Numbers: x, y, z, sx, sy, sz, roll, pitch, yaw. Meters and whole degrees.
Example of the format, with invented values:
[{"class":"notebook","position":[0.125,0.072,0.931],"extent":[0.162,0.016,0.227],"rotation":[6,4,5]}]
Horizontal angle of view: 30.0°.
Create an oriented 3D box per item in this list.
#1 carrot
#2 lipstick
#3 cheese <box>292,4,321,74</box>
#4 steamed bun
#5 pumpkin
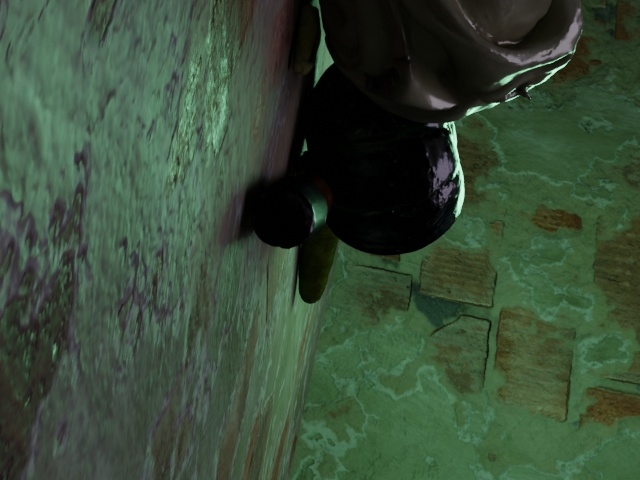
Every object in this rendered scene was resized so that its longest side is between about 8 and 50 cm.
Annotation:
[{"class":"carrot","position":[0.000,0.000,2.045],"extent":[0.358,0.074,0.074],"rotation":[98,4,-51]},{"class":"lipstick","position":[-0.027,-0.040,1.415],"extent":[0.418,0.077,0.077],"rotation":[-61,161,-84]},{"class":"cheese","position":[-0.015,-0.232,1.391],"extent":[0.044,0.030,0.083],"rotation":[121,-22,-69]},{"class":"steamed bun","position":[0.119,-0.294,1.403],"extent":[0.342,0.255,0.367],"rotation":[64,-27,-2]},{"class":"pumpkin","position":[0.081,-0.128,1.706],"extent":[0.315,0.238,0.315],"rotation":[-7,90,-87]}]
